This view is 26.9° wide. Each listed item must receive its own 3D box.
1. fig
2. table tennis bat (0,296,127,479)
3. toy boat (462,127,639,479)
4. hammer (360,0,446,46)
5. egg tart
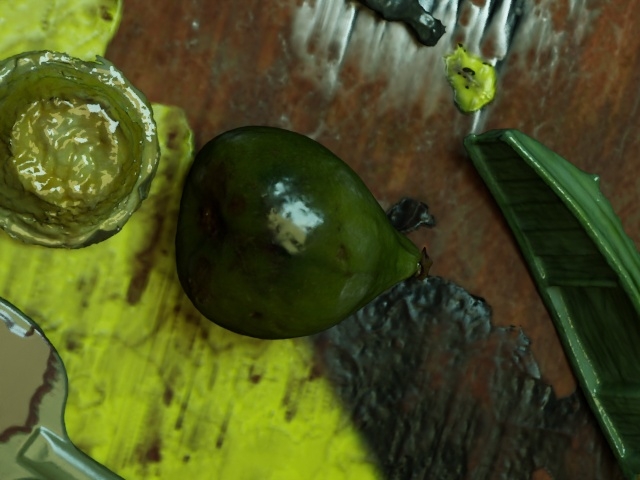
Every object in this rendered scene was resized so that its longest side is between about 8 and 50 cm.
[{"bbox_3d":[0.003,-0.002,0.842,0.185,0.126,0.132,5,84,-15],"label":"fig"},{"bbox_3d":[-0.203,0.114,0.847,0.234,0.022,0.131,37,85,-18],"label":"table tennis bat"},{"bbox_3d":[0.191,0.040,0.927,0.055,0.093,0.293,-38,109,-28],"label":"toy boat"},{"bbox_3d":[0.111,-0.278,0.884,0.125,0.027,0.297,36,87,-24],"label":"hammer"},{"bbox_3d":[-0.159,-0.054,0.819,0.129,0.049,0.128,-3,100,-16],"label":"egg tart"}]
